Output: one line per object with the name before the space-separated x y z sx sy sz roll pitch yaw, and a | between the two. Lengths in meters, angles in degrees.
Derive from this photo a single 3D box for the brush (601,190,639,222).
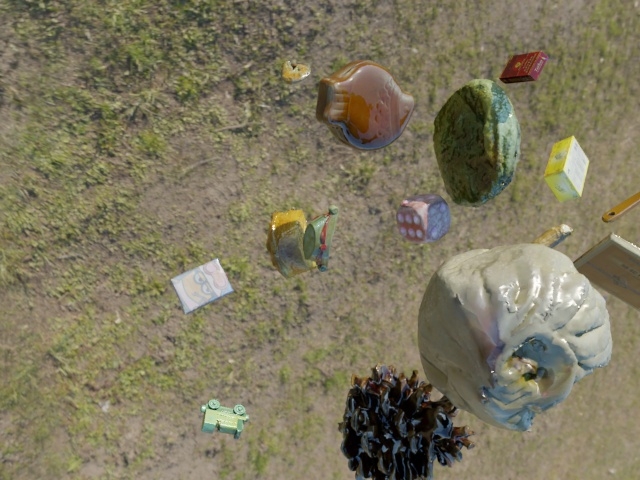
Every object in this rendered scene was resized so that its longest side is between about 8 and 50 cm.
brush | 0.447 -0.070 0.748 0.169 0.043 0.014 -32 121 -8

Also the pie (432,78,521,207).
pie | 0.319 -0.202 1.184 0.078 0.277 0.277 -1 106 -22

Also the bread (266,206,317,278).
bread | -0.098 0.017 1.797 0.139 0.143 0.229 -49 124 -71

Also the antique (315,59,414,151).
antique | 0.109 -0.344 1.417 0.278 0.129 0.224 -8 112 -32

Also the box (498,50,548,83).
box | 0.382 -0.326 1.047 0.023 0.082 0.052 30 88 -27

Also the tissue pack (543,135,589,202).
tissue pack | 0.673 -0.195 1.516 0.095 0.062 0.176 49 49 -18

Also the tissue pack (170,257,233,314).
tissue pack | -0.350 0.136 1.637 0.155 0.065 0.116 -24 86 -19

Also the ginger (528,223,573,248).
ginger | 0.470 0.077 1.343 0.333 0.081 0.148 -44 146 -4

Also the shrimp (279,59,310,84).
shrimp | -0.091 -0.568 1.862 0.101 0.190 0.042 -26 129 -4

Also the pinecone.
pinecone | 0.159 0.363 1.093 0.257 0.243 0.244 -6 114 -3

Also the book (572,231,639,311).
book | 0.579 0.068 1.044 0.018 0.170 0.242 -55 165 -9

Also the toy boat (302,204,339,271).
toy boat | -0.001 -0.001 1.402 0.071 0.089 0.185 -7 120 -34

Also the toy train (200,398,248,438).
toy train | -0.234 0.433 1.346 0.122 0.081 0.050 17 118 -13

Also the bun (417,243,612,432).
bun | 0.261 0.134 0.774 0.205 0.281 0.282 -28 131 -77

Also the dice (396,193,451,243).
dice | 0.233 -0.051 1.255 0.091 0.093 0.094 -28 113 -31
